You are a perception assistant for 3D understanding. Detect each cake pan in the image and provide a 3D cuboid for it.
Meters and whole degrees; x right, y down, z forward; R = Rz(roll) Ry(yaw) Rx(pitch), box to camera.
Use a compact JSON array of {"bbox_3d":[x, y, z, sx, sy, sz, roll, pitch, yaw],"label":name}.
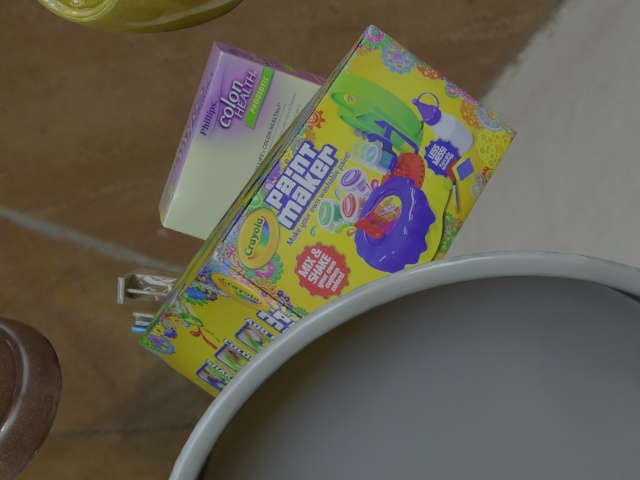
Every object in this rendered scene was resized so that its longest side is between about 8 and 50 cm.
[{"bbox_3d":[0.073,0.135,0.611,0.293,0.054,0.293,-2,110,-5],"label":"cake pan"}]

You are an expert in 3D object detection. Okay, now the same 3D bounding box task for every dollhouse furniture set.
[{"bbox_3d":[-0.171,0.112,1.936,0.183,0.129,0.129,7,102,15],"label":"dollhouse furniture set"}]

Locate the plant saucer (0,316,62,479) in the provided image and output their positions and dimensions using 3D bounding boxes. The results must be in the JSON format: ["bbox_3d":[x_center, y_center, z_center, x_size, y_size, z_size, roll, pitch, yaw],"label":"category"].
[{"bbox_3d":[-0.270,0.120,1.019,0.168,0.168,0.029,-31,139,-1],"label":"plant saucer"}]

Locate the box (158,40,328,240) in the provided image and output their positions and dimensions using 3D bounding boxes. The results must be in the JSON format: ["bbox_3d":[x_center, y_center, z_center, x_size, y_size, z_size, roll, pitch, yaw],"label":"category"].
[{"bbox_3d":[-0.043,-0.091,1.654,0.243,0.117,0.214,17,101,-13],"label":"box"}]

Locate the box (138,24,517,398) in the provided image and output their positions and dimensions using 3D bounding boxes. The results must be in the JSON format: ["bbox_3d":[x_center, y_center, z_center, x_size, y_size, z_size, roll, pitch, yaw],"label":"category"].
[{"bbox_3d":[0.000,0.000,1.350,0.290,0.177,0.279,-57,-175,-27],"label":"box"}]

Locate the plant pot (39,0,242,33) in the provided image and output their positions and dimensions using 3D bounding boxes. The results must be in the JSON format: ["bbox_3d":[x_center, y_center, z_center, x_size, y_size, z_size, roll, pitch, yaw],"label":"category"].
[{"bbox_3d":[-0.108,-0.164,0.745,0.095,0.134,0.134,-44,157,-50],"label":"plant pot"}]
